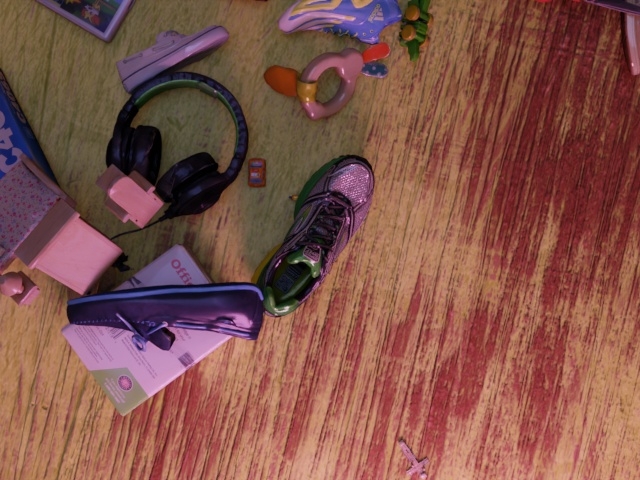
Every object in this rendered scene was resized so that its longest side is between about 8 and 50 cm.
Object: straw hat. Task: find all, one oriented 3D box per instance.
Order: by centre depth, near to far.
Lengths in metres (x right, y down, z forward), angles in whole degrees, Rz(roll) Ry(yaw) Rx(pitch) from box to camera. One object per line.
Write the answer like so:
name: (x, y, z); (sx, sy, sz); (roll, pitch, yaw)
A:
straw hat: (-0.422, 0.070, 1.847); (0.061, 0.144, 0.145); (10, 88, -40)

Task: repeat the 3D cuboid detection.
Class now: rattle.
rattle: (0.017, -0.327, 1.863); (0.199, 0.142, 0.130); (-43, 120, -14)

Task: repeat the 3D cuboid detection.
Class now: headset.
headset: (-0.292, -0.128, 1.789); (0.243, 0.185, 0.394); (27, 86, 3)

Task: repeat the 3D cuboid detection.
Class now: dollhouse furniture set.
dollhouse furniture set: (-0.507, -0.084, 1.666); (0.355, 0.174, 0.303); (39, 84, 24)

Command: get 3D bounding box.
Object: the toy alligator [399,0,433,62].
toy alligator: (0.181, -0.432, 1.852); (0.051, 0.056, 0.190); (10, 88, 43)

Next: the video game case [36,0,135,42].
video game case: (-0.473, -0.591, 1.884); (0.329, 0.036, 0.300); (31, 89, 2)

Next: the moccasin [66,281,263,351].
moccasin: (-0.269, 0.138, 1.691); (0.341, 0.138, 0.117); (-3, 92, 2)

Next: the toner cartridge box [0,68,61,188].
toner cartridge box: (-0.613, -0.149, 1.839); (0.165, 0.075, 0.348); (-29, 83, 6)

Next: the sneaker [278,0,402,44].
sneaker: (0.046, -0.416, 1.834); (0.240, 0.091, 0.126); (-24, 88, 0)

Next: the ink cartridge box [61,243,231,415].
ink cartridge box: (-0.306, 0.162, 1.817); (0.273, 0.115, 0.198); (-36, 88, 1)

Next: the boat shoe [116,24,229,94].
boat shoe: (-0.286, -0.362, 1.846); (0.226, 0.083, 0.076); (-28, 89, 2)

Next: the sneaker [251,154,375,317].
sneaker: (0.000, 0.000, 1.788); (0.134, 0.146, 0.344); (30, 90, -13)

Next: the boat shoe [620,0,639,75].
boat shoe: (0.605, -0.449, 1.805); (0.089, 0.104, 0.285); (1, 88, 12)

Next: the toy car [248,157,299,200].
toy car: (-0.086, -0.118, 1.854); (0.122, 0.040, 0.060); (18, 89, 3)

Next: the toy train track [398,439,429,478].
toy train track: (0.174, 0.415, 1.845); (0.048, 0.014, 0.083); (-34, 87, 0)

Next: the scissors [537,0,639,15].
scissors: (0.482, -0.445, 1.795); (0.109, 0.021, 0.297); (-47, 63, 1)
